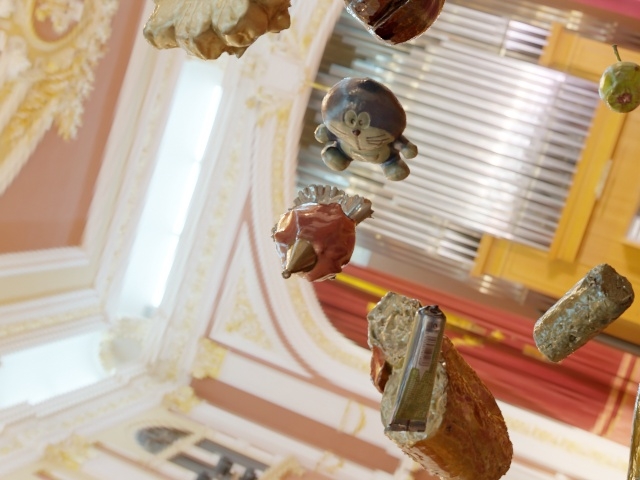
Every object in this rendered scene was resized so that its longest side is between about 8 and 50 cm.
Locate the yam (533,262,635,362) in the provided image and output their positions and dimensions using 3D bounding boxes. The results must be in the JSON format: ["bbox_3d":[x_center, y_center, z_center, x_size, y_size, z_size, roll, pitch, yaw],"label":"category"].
[{"bbox_3d":[0.378,0.108,1.468,0.078,0.078,0.179,-55,2,-43],"label":"yam"}]

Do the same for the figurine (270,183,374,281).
[{"bbox_3d":[0.000,0.000,1.859,0.387,0.207,0.166,-73,-30,-71],"label":"figurine"}]

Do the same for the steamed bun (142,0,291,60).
[{"bbox_3d":[-0.147,-0.399,1.630,0.295,0.292,0.137,-45,-41,8],"label":"steamed bun"}]

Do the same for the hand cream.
[{"bbox_3d":[0.175,0.226,1.787,0.086,0.055,0.235,9,-85,-31],"label":"hand cream"}]

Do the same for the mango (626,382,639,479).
[{"bbox_3d":[0.515,0.278,1.435,0.316,0.146,0.193,-55,-47,-33],"label":"mango"}]

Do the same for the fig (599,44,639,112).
[{"bbox_3d":[0.565,-0.311,1.850,0.093,0.093,0.166,85,-154,-57],"label":"fig"}]

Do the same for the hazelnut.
[{"bbox_3d":[0.148,-0.512,2.025,0.234,0.218,0.218,17,-87,-68],"label":"hazelnut"}]

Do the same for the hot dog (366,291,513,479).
[{"bbox_3d":[0.249,0.343,2.070,0.365,0.196,0.367,44,-159,-35],"label":"hot dog"}]

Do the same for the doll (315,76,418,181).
[{"bbox_3d":[0.097,-0.238,2.121,0.258,0.228,0.154,65,-140,-72],"label":"doll"}]
